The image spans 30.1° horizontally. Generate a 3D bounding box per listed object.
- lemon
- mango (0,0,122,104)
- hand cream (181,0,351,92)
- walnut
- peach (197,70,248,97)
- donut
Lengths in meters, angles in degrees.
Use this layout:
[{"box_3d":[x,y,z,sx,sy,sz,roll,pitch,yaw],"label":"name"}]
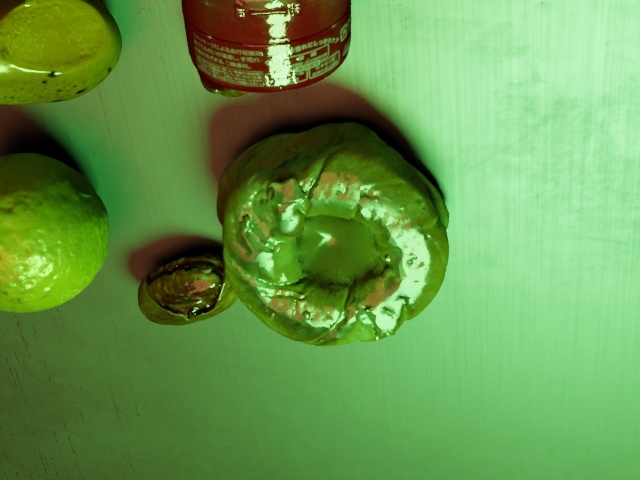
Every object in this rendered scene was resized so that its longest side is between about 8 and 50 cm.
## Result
[{"box_3d":[-0.457,-0.009,1.836,0.253,0.310,0.254,1,93,13],"label":"lemon"},{"box_3d":[-0.421,-0.264,1.649,0.191,0.290,0.160,-6,98,53],"label":"mango"},{"box_3d":[-0.069,-0.303,1.536,0.230,0.230,0.149,4,129,11],"label":"hand cream"},{"box_3d":[-0.210,0.080,1.955,0.207,0.116,0.116,-15,123,24],"label":"walnut"},{"box_3d":[-0.126,-0.255,1.678,0.100,0.101,0.101,7,129,9],"label":"peach"},{"box_3d":[0.012,-0.009,1.780,0.360,0.170,0.360,2,119,4],"label":"donut"}]
